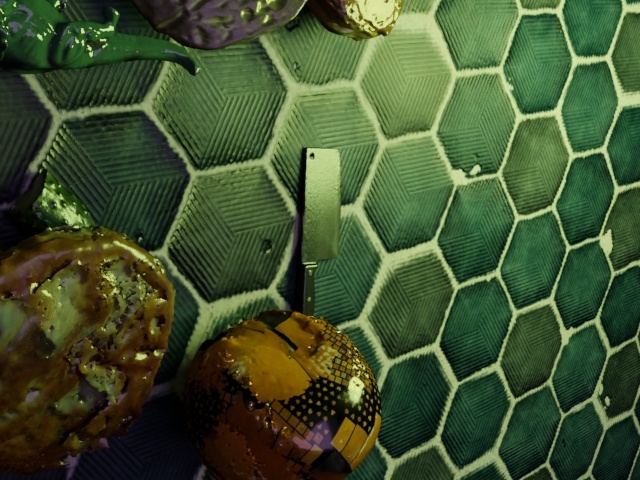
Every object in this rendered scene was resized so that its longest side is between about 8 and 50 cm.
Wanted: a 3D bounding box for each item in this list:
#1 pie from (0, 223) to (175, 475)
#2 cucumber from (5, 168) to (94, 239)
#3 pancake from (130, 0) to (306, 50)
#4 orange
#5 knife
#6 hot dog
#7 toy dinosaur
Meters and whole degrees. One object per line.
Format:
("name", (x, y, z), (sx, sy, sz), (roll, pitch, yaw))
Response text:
("pie", (-0.269, 0.107, 0.818), (0.308, 0.085, 0.308), (-26, 129, -37))
("cucumber", (-0.264, -0.015, 0.848), (0.067, 0.035, 0.107), (-56, 131, -19))
("pancake", (-0.109, -0.331, 0.874), (0.250, 0.031, 0.250), (-1, 92, -23))
("orange", (-0.043, 0.191, 0.956), (0.234, 0.234, 0.182), (-7, 123, -40))
("knife", (0.000, 0.000, 1.089), (0.072, 0.019, 0.245), (-2, 99, -42))
("hot dog", (0.054, -0.373, 0.994), (0.175, 0.114, 0.259), (17, 98, -47))
("toy dinosaur", (-0.255, -0.217, 0.786), (0.292, 0.079, 0.120), (-11, 112, -38))
